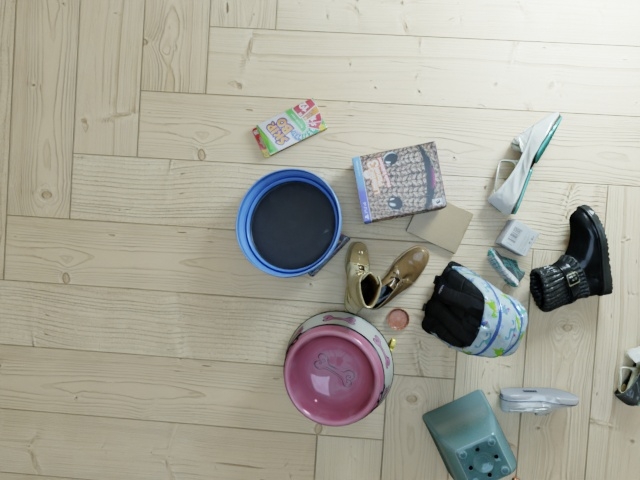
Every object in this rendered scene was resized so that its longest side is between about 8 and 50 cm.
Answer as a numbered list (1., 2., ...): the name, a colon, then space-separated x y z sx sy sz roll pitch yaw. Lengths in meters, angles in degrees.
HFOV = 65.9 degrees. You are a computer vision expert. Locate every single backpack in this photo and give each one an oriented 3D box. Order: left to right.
1. backpack: 0.512 0.248 1.655 0.273 0.355 0.290 23 92 1

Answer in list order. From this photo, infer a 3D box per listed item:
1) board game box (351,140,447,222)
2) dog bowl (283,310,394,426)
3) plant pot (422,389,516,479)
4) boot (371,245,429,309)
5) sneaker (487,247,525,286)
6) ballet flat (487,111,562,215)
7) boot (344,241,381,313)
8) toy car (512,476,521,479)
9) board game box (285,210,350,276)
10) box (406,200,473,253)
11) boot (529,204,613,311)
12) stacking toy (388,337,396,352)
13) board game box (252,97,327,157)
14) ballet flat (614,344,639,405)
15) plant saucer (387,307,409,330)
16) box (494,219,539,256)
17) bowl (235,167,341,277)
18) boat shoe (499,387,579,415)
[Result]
1. board game box: 0.275 -0.200 1.747 0.290 0.141 0.232 -11 88 6
2. dog bowl: 0.050 0.465 1.748 0.407 0.150 0.409 1 95 13
3. plant pot: 0.533 0.712 1.717 0.247 0.252 0.247 -26 90 3
4. boot: 0.283 0.141 1.783 0.112 0.115 0.305 45 92 3
5. sneaker: 0.676 0.087 1.798 0.076 0.065 0.167 -40 93 -13
6. ballet flat: 0.713 -0.288 1.755 0.139 0.139 0.401 25 93 2
7. boot: 0.148 0.117 1.724 0.095 0.203 0.262 10 76 -10
8. toy car: 0.743 0.935 1.817 0.060 0.040 0.122 -42 89 3
9. board game box: 0.000 0.000 1.808 0.194 0.060 0.194 -31 78 7
10. box: 0.437 -0.066 1.816 0.201 0.021 0.165 25 92 1
11. boot: 0.864 0.066 1.745 0.259 0.131 0.349 -12 91 3
12. stacking toy: 0.166 0.441 1.826 0.166 0.052 0.221 19 93 2
13. board game box: -0.117 -0.414 1.828 0.259 0.039 0.124 -25 90 6
14. ballet flat: 1.133 0.453 1.765 0.096 0.095 0.281 21 92 14
15. plant saucer: 0.289 0.291 1.836 0.083 0.013 0.084 0 92 2
16. box: 0.703 -0.009 1.772 0.101 0.087 0.101 31 93 1
17. bowl: -0.110 -0.060 1.771 0.390 0.077 0.392 -2 81 14
18. boat shoe: 0.787 0.589 1.782 0.267 0.096 0.088 -1 95 4
